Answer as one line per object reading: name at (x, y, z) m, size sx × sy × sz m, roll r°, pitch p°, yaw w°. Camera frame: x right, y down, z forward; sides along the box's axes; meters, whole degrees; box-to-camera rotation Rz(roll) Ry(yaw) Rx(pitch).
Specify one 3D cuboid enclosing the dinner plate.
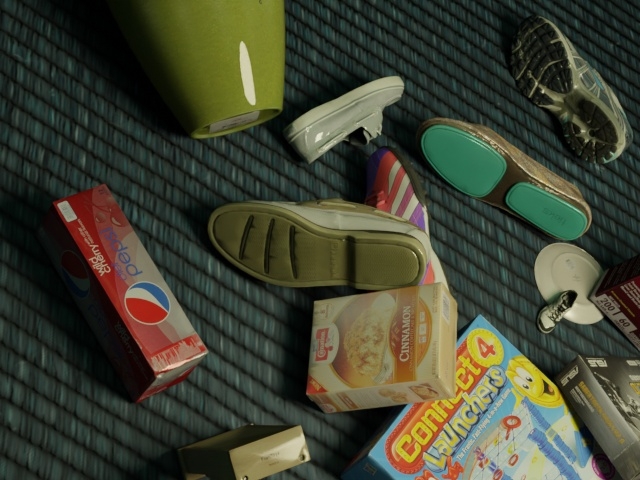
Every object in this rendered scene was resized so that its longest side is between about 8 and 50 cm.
dinner plate at (0.396, 0.063, 2.129) m, size 0.141 × 0.017 × 0.141 m, roll 14°, pitch 55°, yaw -21°

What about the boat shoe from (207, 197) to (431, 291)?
boat shoe at (0.000, 0.000, 1.870) m, size 0.302 × 0.113 × 0.103 m, roll 12°, pitch 25°, yaw 7°

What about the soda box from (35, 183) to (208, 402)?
soda box at (-0.253, 0.066, 1.728) m, size 0.083 × 0.092 × 0.263 m, roll -23°, pitch 74°, yaw -37°

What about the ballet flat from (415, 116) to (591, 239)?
ballet flat at (0.282, -0.107, 2.130) m, size 0.316 × 0.107 × 0.106 m, roll 34°, pitch 31°, yaw -13°

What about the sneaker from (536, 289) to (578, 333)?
sneaker at (0.357, 0.103, 2.062) m, size 0.032 × 0.037 × 0.083 m, roll 41°, pitch 68°, yaw -2°

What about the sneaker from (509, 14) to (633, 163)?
sneaker at (0.422, -0.252, 2.295) m, size 0.122 × 0.110 × 0.283 m, roll -14°, pitch 71°, yaw -53°

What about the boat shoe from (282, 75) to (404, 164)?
boat shoe at (0.047, -0.176, 2.052) m, size 0.227 × 0.079 × 0.081 m, roll -28°, pitch 87°, yaw -32°

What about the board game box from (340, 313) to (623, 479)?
board game box at (0.232, 0.307, 1.850) m, size 0.302 × 0.086 × 0.308 m, roll 43°, pitch 51°, yaw 0°

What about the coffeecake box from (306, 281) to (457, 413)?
coffeecake box at (0.082, 0.142, 1.807) m, size 0.068 × 0.185 × 0.142 m, roll 52°, pitch 35°, yaw -50°

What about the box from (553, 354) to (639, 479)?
box at (0.453, 0.251, 1.946) m, size 0.231 × 0.056 × 0.183 m, roll 8°, pitch 41°, yaw -50°

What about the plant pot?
plant pot at (-0.157, -0.302, 1.918) m, size 0.274 × 0.274 × 0.294 m, roll -15°, pitch 86°, yaw -34°

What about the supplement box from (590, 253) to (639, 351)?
supplement box at (0.536, 0.072, 2.045) m, size 0.130 × 0.239 × 0.073 m, roll 45°, pitch 51°, yaw -9°

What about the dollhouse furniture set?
dollhouse furniture set at (-0.067, 0.352, 1.649) m, size 0.212 × 0.161 × 0.242 m, roll -16°, pitch 91°, yaw -27°

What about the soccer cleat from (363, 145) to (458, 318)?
soccer cleat at (0.100, 0.004, 1.955) m, size 0.116 × 0.109 × 0.318 m, roll -7°, pitch 64°, yaw -15°
